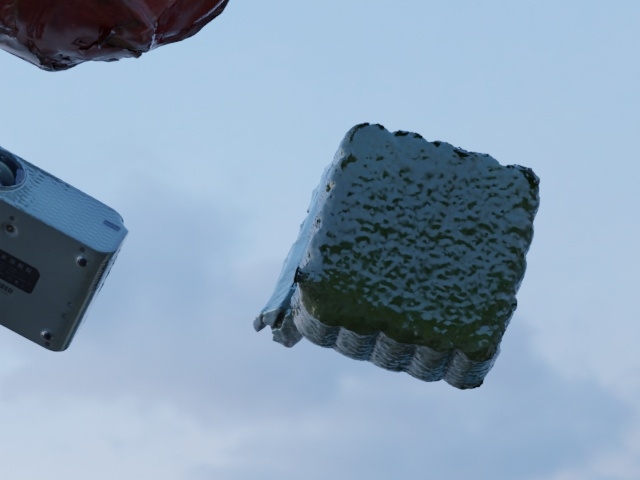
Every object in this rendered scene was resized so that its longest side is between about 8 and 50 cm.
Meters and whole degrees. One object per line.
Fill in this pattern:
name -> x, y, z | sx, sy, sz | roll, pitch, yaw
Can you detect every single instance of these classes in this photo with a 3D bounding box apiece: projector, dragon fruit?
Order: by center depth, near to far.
dragon fruit -> -0.188, -0.286, 1.340 | 0.301, 0.296, 0.295 | -17, -18, 12
projector -> -0.403, 0.007, 2.227 | 0.198, 0.250, 0.108 | -59, 3, 35

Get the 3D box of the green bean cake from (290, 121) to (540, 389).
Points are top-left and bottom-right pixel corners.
green bean cake -> 0.106, 0.019, 1.895 | 0.247, 0.250, 0.156 | 16, -20, 1

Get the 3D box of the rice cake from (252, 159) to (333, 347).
rice cake -> 0.000, 0.000, 2.062 | 0.063, 0.336, 0.066 | 36, -50, -10
